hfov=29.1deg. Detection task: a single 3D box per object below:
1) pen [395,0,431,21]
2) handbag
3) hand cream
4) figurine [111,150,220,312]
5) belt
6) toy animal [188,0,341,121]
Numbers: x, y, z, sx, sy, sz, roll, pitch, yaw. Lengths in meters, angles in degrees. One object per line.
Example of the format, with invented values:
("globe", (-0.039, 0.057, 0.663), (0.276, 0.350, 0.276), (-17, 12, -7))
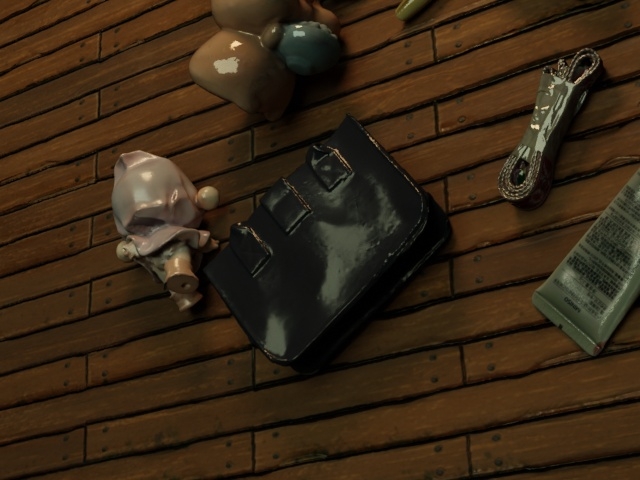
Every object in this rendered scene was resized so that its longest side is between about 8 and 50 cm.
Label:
("pen", (0.202, -0.416, 1.855), (0.233, 0.032, 0.040), (-41, 30, 11))
("handbag", (0.000, 0.000, 1.765), (0.326, 0.118, 0.269), (-45, 59, 10))
("hand cream", (0.404, -0.021, 1.539), (0.124, 0.078, 0.340), (44, 106, 37))
("figurine", (-0.248, -0.019, 1.931), (0.200, 0.133, 0.276), (-33, 56, 15))
("belt", (0.306, -0.152, 1.657), (0.071, 0.053, 0.232), (24, 86, 39))
("toy animal", (-0.091, -0.309, 1.913), (0.221, 0.210, 0.229), (-39, 60, 21))
